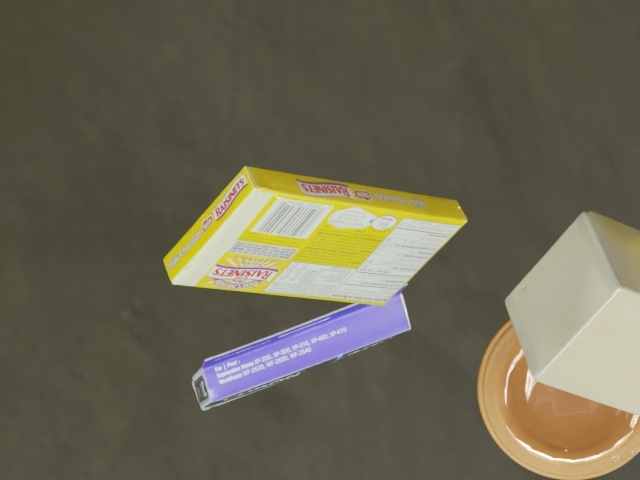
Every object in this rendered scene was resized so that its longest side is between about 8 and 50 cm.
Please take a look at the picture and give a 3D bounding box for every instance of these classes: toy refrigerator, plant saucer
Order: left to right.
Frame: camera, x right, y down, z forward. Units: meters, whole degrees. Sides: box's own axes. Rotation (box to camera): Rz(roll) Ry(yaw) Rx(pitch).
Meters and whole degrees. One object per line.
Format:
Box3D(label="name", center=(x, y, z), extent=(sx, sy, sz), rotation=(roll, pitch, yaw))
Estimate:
Box3D(label="plant saucer", center=(0.266, 0.160, 1.806), extent=(0.037, 0.200, 0.200), rotation=(-32, 99, -80))
Box3D(label="toy refrigerator", center=(0.279, 0.075, 1.272), extent=(0.269, 0.102, 0.094), rotation=(19, 35, -28))

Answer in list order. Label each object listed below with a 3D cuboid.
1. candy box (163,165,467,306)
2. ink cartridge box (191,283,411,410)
Box3D(label="candy box", center=(0.000, 0.000, 1.193), extent=(0.206, 0.105, 0.027), rotation=(8, 48, -43))
Box3D(label="ink cartridge box", center=(-0.019, 0.105, 1.636), extent=(0.208, 0.206, 0.045), rotation=(127, -58, -79))
